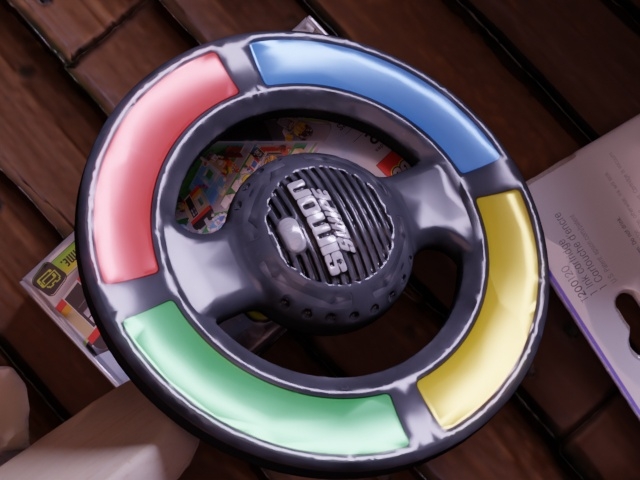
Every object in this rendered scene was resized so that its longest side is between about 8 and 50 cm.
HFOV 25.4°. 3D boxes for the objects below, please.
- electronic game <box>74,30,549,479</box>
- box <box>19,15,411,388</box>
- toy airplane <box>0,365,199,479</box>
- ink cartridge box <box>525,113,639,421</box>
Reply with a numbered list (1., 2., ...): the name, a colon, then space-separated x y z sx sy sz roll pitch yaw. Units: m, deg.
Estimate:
1. electronic game: 0.000 0.000 0.666 0.229 0.048 0.229 7 63 -14
2. box: -0.042 -0.007 0.747 0.207 0.036 0.114 -44 84 -6
3. toy airplane: -0.260 0.213 0.601 0.386 0.272 0.384 -1 49 14
4. ink cartridge box: 0.229 0.013 0.735 0.208 0.045 0.206 -30 81 -5
